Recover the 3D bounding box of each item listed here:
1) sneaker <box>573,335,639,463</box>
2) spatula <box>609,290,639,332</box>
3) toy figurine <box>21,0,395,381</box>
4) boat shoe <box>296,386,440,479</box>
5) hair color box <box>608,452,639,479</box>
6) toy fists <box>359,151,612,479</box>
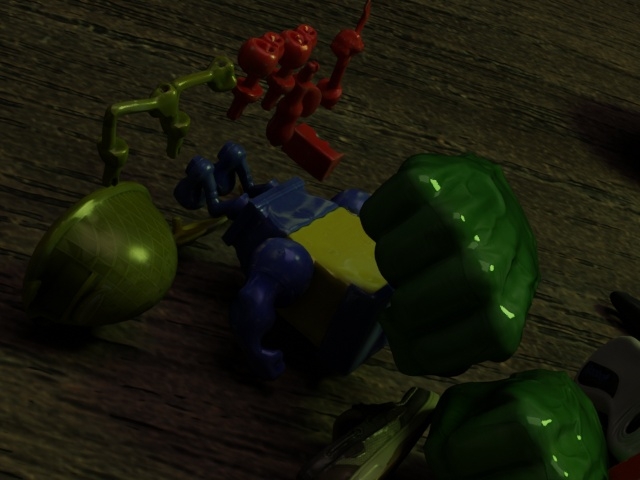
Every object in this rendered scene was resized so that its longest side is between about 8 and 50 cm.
[{"bbox_3d":[0.252,0.138,1.287,0.121,0.079,0.217,44,6,-12],"label":"sneaker"},{"bbox_3d":[0.348,0.123,1.502,0.296,0.030,0.084,33,-12,24],"label":"spatula"},{"bbox_3d":[0.000,0.000,1.251,0.217,0.191,0.362,39,29,12],"label":"toy figurine"},{"bbox_3d":[0.032,0.123,1.187,0.049,0.056,0.152,36,26,7],"label":"boat shoe"},{"bbox_3d":[0.250,0.203,1.167,0.167,0.053,0.093,35,37,-29],"label":"hair color box"},{"bbox_3d":[0.103,0.080,1.165,0.142,0.096,0.279,-42,114,-76],"label":"toy fists"}]
